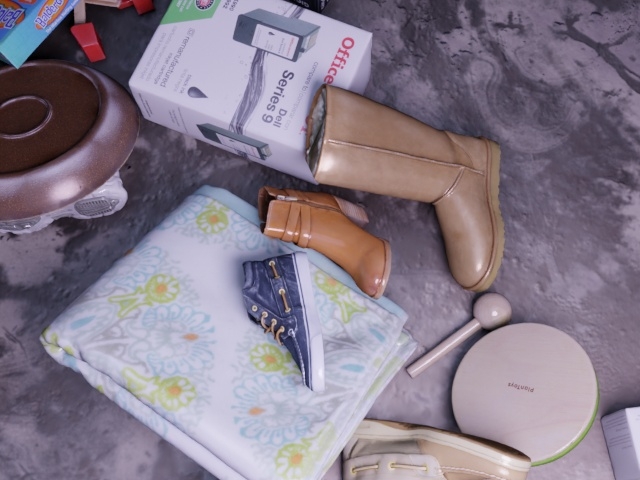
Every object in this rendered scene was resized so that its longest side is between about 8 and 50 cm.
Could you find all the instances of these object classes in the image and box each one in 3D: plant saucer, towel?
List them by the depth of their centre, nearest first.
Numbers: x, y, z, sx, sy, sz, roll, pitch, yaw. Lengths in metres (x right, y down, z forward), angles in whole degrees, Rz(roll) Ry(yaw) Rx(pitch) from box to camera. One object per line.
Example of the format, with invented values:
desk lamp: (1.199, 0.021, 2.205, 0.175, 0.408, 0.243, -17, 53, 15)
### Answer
towel: (-0.097, 0.117, 1.028, 0.374, 0.090, 0.320, 33, 48, 11)
plant saucer: (-0.413, -0.159, 1.154, 0.311, 0.050, 0.310, -3, 50, 3)

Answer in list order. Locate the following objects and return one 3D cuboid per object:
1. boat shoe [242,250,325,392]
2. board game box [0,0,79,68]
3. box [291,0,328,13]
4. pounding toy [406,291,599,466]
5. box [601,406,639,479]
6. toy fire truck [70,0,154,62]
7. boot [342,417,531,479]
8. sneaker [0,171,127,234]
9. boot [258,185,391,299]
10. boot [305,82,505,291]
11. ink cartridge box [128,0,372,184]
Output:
boat shoe: (-0.044, 0.099, 0.971, 0.083, 0.065, 0.183, -8, 56, -5)
board game box: (-0.438, -0.367, 1.241, 0.160, 0.047, 0.210, 27, 74, 37)
box: (-0.083, -0.451, 1.231, 0.220, 0.175, 0.051, 31, 74, 10)
pounding toy: (0.257, 0.196, 1.071, 0.183, 0.110, 0.237, -46, 47, -1)
box: (0.425, 0.253, 1.035, 0.101, 0.102, 0.087, -8, 70, -2)
toy fire truck: (-0.334, -0.384, 1.280, 0.135, 0.047, 0.192, -22, 72, -4)
boot: (0.117, 0.322, 0.968, 0.262, 0.095, 0.203, -3, 69, 42)
sneaker: (-0.396, -0.081, 1.173, 0.232, 0.090, 0.115, -9, 64, -10)
boot: (0.000, 0.000, 1.060, 0.152, 0.073, 0.197, 13, 26, -24)
boot: (0.108, -0.064, 1.093, 0.270, 0.089, 0.236, 12, 67, -24)
ink cartridge box: (-0.092, -0.237, 1.189, 0.289, 0.121, 0.211, 21, 74, 7)
